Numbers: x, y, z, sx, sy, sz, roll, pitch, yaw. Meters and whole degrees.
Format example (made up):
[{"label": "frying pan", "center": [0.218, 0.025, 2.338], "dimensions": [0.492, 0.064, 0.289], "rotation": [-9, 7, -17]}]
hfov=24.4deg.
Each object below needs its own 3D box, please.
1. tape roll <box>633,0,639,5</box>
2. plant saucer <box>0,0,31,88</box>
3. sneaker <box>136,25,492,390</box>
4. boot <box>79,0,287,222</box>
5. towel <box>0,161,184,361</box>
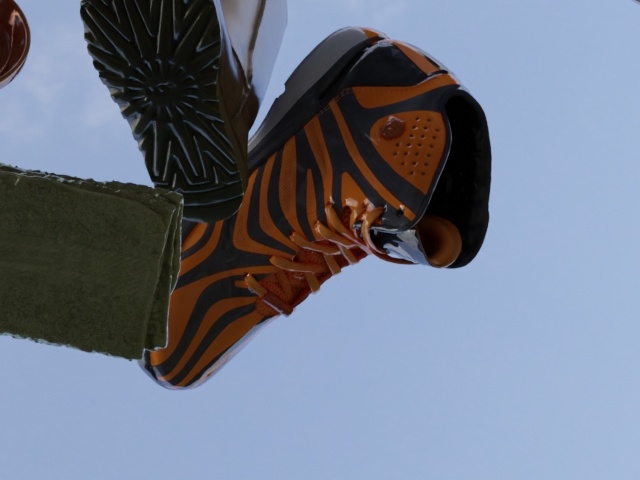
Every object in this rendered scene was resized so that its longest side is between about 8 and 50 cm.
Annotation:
[{"label": "tape roll", "center": [0.177, -0.265, 1.060], "dimensions": [0.286, 0.286, 0.100], "rotation": [24, -71, -28]}, {"label": "plant saucer", "center": [-0.171, -0.091, 0.657], "dimensions": [0.083, 0.013, 0.083], "rotation": [10, -132, -12]}, {"label": "sneaker", "center": [0.000, 0.000, 1.081], "dimensions": [0.321, 0.180, 0.124], "rotation": [-56, -38, 2]}, {"label": "boot", "center": [-0.088, -0.175, 1.062], "dimensions": [0.089, 0.269, 0.236], "rotation": [-1, -52, 9]}, {"label": "towel", "center": [-0.158, 0.011, 0.880], "dimensions": [0.148, 0.027, 0.110], "rotation": [9, -75, -5]}]
